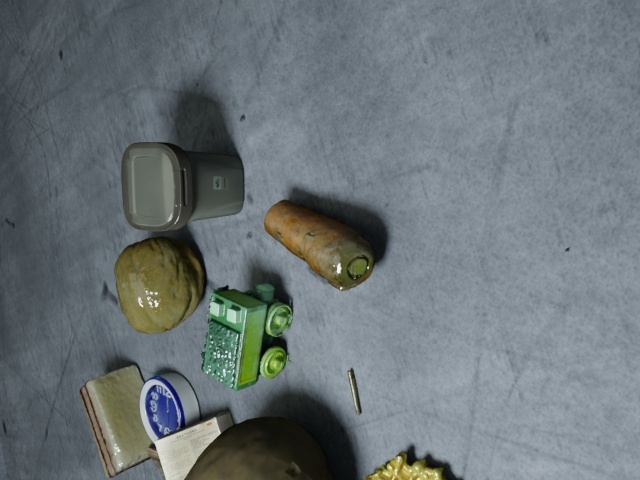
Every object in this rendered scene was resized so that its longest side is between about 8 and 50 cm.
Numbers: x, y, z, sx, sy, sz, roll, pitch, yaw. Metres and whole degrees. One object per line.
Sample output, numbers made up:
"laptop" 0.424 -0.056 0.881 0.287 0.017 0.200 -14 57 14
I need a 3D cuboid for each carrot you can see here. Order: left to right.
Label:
"carrot" 0.000 0.000 1.314 0.302 0.138 0.139 37 118 40

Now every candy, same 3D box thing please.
"candy" -0.654 0.589 1.922 0.135 0.179 0.321 -38 70 39

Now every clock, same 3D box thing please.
"clock" -0.473 0.534 1.824 0.230 0.083 0.231 4 96 43

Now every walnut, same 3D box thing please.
"walnut" -0.465 0.125 1.676 0.282 0.227 0.283 -1 84 6

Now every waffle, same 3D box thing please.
"waffle" 0.191 0.559 1.254 0.219 0.057 0.229 31 116 35

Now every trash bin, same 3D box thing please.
"trash bin" -0.349 -0.142 1.521 0.219 0.250 0.220 8 101 40

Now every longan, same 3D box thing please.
"longan" -0.134 0.610 1.332 0.391 0.391 0.391 6 99 41

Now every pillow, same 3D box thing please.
"pillow" -0.475 0.738 1.836 0.135 0.034 0.211 -3 117 45

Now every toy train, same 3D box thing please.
"toy train" -0.185 0.241 1.463 0.159 0.188 0.272 19 105 37

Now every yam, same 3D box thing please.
"yam" 0.079 0.355 1.360 0.014 0.014 0.107 -15 85 41

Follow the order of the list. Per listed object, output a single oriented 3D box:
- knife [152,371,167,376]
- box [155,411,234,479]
"knife" -0.526 0.436 1.906 0.091 0.005 0.014 -16 89 41
"box" -0.340 0.604 1.652 0.212 0.095 0.168 -24 80 14
